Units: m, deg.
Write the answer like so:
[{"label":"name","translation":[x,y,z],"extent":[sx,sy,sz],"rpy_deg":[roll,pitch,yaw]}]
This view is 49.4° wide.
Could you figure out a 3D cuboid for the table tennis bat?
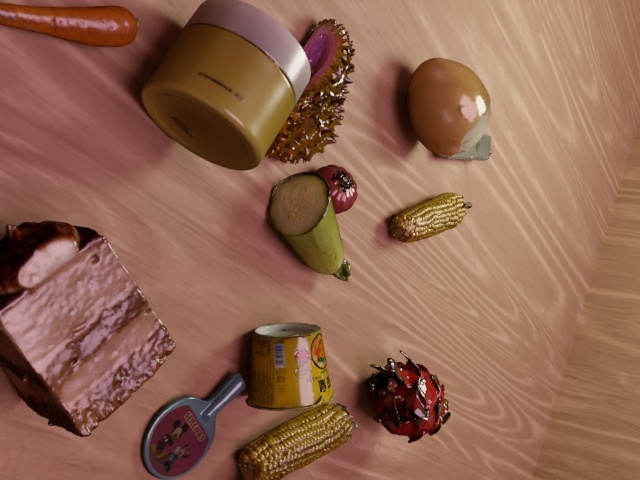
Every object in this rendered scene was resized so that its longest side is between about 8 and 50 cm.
[{"label":"table tennis bat","translation":[-0.233,0.340,1.309],"extent":[0.244,0.040,0.153],"rpy_deg":[-41,127,-32]}]

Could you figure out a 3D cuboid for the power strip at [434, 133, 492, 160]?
[{"label":"power strip","translation":[0.396,-0.263,1.933],"extent":[0.272,0.052,0.078],"rpy_deg":[-6,103,-49]}]

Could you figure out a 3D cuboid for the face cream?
[{"label":"face cream","translation":[-0.151,-0.246,1.126],"extent":[0.218,0.218,0.179],"rpy_deg":[49,62,-45]}]

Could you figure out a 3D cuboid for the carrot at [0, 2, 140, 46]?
[{"label":"carrot","translation":[-0.364,-0.307,0.983],"extent":[0.256,0.061,0.061],"rpy_deg":[-13,108,-46]}]

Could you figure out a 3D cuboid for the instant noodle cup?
[{"label":"instant noodle cup","translation":[-0.063,0.246,1.394],"extent":[0.182,0.182,0.144],"rpy_deg":[-6,94,-50]}]

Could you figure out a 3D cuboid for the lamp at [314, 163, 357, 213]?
[{"label":"lamp","translation":[0.028,-0.109,1.478],"extent":[0.107,0.092,0.108],"rpy_deg":[14,61,-27]}]

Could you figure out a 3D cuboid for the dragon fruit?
[{"label":"dragon fruit","translation":[0.208,0.391,1.746],"extent":[0.274,0.193,0.192],"rpy_deg":[35,67,-19]}]

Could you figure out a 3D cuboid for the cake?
[{"label":"cake","translation":[-0.370,0.096,0.962],"extent":[0.196,0.198,0.293],"rpy_deg":[-43,125,-30]}]

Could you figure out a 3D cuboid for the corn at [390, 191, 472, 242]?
[{"label":"corn","translation":[0.285,-0.056,1.806],"extent":[0.293,0.106,0.107],"rpy_deg":[-23,116,-45]}]

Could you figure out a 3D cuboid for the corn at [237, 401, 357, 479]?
[{"label":"corn","translation":[-0.042,0.433,1.507],"extent":[0.317,0.115,0.115],"rpy_deg":[-12,107,-48]}]

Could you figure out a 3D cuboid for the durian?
[{"label":"durian","translation":[0.002,-0.282,1.393],"extent":[0.191,0.112,0.341],"rpy_deg":[54,55,-40]}]

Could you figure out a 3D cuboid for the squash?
[{"label":"squash","translation":[-0.015,0.006,1.449],"extent":[0.137,0.137,0.288],"rpy_deg":[-52,144,-30]}]

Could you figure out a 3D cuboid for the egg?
[{"label":"egg","translation":[0.306,-0.328,1.692],"extent":[0.201,0.201,0.244],"rpy_deg":[-53,122,-29]}]
